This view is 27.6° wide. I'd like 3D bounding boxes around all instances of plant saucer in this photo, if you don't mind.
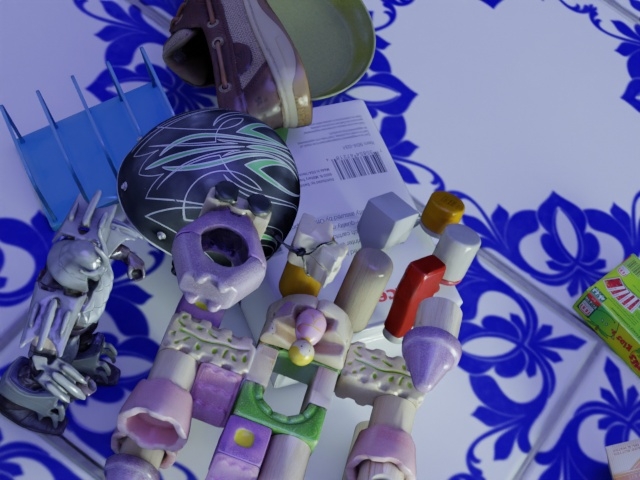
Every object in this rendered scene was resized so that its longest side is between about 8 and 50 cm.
[{"bbox_3d":[-0.052,-0.257,1.600,0.241,0.037,0.241,9,56,-13],"label":"plant saucer"}]

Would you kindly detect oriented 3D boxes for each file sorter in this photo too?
[{"bbox_3d":[-0.234,-0.112,1.374,0.170,0.104,0.118,-24,68,-7],"label":"file sorter"}]

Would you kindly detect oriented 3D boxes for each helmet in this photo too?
[{"bbox_3d":[-0.104,-0.049,1.254,0.169,0.161,0.169,-2,65,5],"label":"helmet"}]

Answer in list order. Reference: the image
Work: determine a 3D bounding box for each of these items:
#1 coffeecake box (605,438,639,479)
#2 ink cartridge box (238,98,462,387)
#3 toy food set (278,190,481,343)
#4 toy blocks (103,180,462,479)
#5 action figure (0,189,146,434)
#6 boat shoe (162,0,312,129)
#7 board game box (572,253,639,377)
[{"bbox_3d":[0.387,0.291,1.342,0.142,0.068,0.185,-15,60,8],"label":"coffeecake box"},{"bbox_3d":[0.000,0.000,1.405,0.198,0.115,0.273,-12,63,-24],"label":"ink cartridge box"},{"bbox_3d":[0.066,0.033,1.297,0.111,0.104,0.232,40,37,24],"label":"toy food set"},{"bbox_3d":[-0.042,0.175,1.160,0.288,0.309,0.260,22,48,-4],"label":"toy blocks"},{"bbox_3d":[-0.221,0.073,1.180,0.099,0.285,0.185,28,55,0],"label":"action figure"},{"bbox_3d":[-0.119,-0.228,1.442,0.123,0.123,0.342,-20,49,-9],"label":"boat shoe"},{"bbox_3d":[0.389,0.111,1.509,0.092,0.043,0.181,-33,73,-32],"label":"board game box"}]
